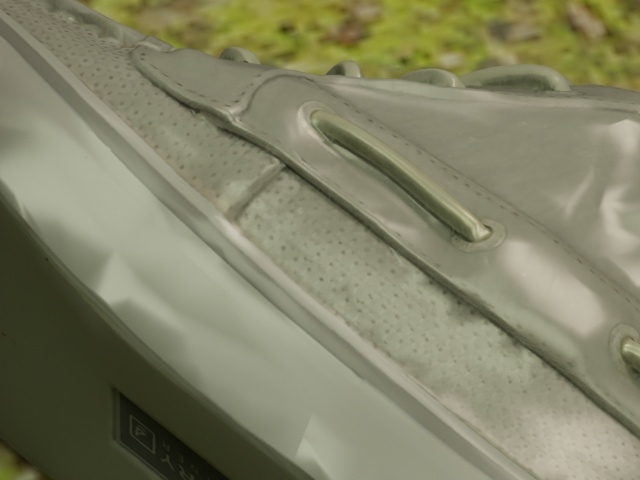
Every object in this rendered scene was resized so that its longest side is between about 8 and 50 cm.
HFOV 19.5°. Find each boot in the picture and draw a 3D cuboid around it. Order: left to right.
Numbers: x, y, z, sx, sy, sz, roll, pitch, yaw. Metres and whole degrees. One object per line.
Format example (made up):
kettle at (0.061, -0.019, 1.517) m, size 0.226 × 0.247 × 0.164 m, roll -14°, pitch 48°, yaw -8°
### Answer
boot at (0.000, 0.000, 0.382) m, size 0.258 × 0.095 × 0.123 m, roll 41°, pitch 55°, yaw 19°
